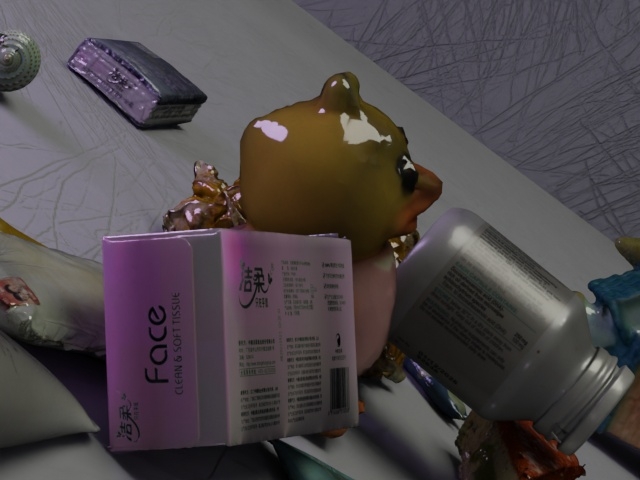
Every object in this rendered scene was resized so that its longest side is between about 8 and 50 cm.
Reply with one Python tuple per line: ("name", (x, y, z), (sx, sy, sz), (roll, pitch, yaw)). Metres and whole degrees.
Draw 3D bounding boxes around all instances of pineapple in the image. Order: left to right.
("pineapple", (0.010, 0.021, 1.673), (0.334, 0.161, 0.158), (37, 14, -23))

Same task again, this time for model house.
("model house", (0.383, 0.125, 2.230), (0.325, 0.267, 0.194), (26, 9, -10))

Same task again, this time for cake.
("cake", (0.186, 0.221, 1.633), (0.117, 0.086, 0.220), (34, 12, -12))

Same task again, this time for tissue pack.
("tissue pack", (-0.199, -0.175, 2.008), (0.112, 0.051, 0.156), (39, 12, 9))
("tissue pack", (-0.057, 0.066, 1.284), (0.092, 0.148, 0.246), (-3, -4, 22))

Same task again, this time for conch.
("conch", (-0.295, -0.165, 1.676), (0.076, 0.056, 0.085), (19, -14, -11))

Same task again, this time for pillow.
("pillow", (-0.177, 0.045, 1.278), (0.128, 0.051, 0.229), (38, 9, 29))

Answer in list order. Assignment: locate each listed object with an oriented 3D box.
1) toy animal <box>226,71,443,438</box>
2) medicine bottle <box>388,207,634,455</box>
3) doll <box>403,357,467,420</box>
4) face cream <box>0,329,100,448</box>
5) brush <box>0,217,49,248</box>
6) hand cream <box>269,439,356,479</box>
("toy animal", (-0.003, -0.003, 1.484), (0.169, 0.281, 0.195), (13, 23, -15))
("medicine bottle", (0.160, 0.083, 1.582), (0.215, 0.135, 0.135), (39, 12, 6))
("doll", (0.113, 0.142, 1.843), (0.037, 0.027, 0.125), (36, 10, -50))
("face cream", (-0.206, 0.071, 1.035), (0.143, 0.089, 0.314), (38, 4, 4))
("brush", (-0.223, 0.001, 1.396), (0.205, 0.011, 0.083), (34, 13, -28))
("hand cream", (0.048, 0.224, 1.272), (0.111, 0.070, 0.312), (29, 12, -25))
